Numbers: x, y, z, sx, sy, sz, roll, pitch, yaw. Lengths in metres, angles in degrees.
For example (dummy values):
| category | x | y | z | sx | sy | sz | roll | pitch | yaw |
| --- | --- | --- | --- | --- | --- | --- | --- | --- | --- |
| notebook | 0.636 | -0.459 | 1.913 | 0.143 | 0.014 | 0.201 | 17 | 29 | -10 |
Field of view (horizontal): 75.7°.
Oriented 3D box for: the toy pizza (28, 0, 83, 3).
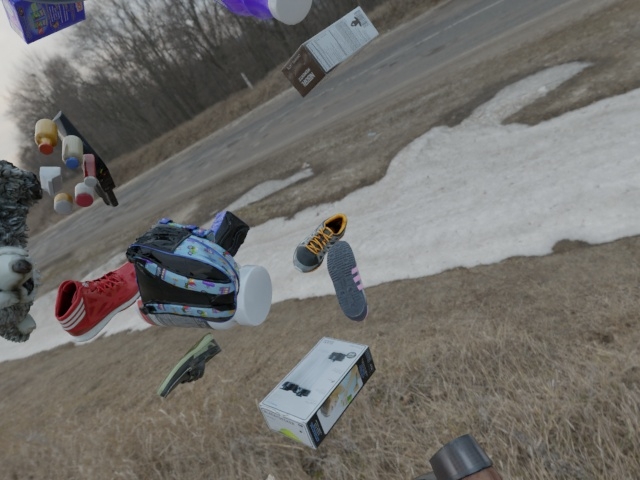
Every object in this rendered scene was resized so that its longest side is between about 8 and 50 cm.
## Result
| category | x | y | z | sx | sy | sz | roll | pitch | yaw |
| --- | --- | --- | --- | --- | --- | --- | --- | --- | --- |
| toy pizza | -0.236 | -0.297 | 0.315 | 0.201 | 0.201 | 0.032 | -42 | 44 | -14 |

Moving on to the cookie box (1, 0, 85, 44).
| category | x | y | z | sx | sy | sz | roll | pitch | yaw |
| --- | --- | --- | --- | --- | --- | --- | --- | --- | --- |
| cookie box | -0.430 | -0.370 | 0.643 | 0.107 | 0.040 | 0.092 | -45 | 7 | -28 |

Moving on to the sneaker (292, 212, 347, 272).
| category | x | y | z | sx | sy | sz | roll | pitch | yaw |
| --- | --- | --- | --- | --- | --- | --- | --- | --- | --- |
| sneaker | 0.000 | 0.000 | 1.123 | 0.215 | 0.084 | 0.083 | -50 | -5 | -29 |

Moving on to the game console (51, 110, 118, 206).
| category | x | y | z | sx | sy | sz | roll | pitch | yaw |
| --- | --- | --- | --- | --- | --- | --- | --- | --- | --- |
| game console | -0.690 | -0.212 | 1.246 | 0.044 | 0.213 | 0.361 | -39 | -4 | -24 |

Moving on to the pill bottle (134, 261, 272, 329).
| category | x | y | z | sx | sy | sz | roll | pitch | yaw |
| --- | --- | --- | --- | --- | --- | --- | --- | --- | --- |
| pill bottle | -0.344 | 0.158 | 1.224 | 0.364 | 0.210 | 0.210 | 0 | 40 | 19 |

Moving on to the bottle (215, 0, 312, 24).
| category | x | y | z | sx | sy | sz | roll | pitch | yaw |
| --- | --- | --- | --- | --- | --- | --- | --- | --- | --- |
| bottle | -0.124 | -0.428 | 0.660 | 0.118 | 0.092 | 0.283 | -49 | 60 | 8 |

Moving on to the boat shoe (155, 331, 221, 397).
| category | x | y | z | sx | sy | sz | roll | pitch | yaw |
| --- | --- | --- | --- | --- | --- | --- | --- | --- | --- |
| boat shoe | -0.332 | 0.328 | 1.071 | 0.080 | 0.073 | 0.223 | -50 | 1 | 30 |

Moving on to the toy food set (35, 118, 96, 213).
| category | x | y | z | sx | sy | sz | roll | pitch | yaw |
| --- | --- | --- | --- | --- | --- | --- | --- | --- | --- |
| toy food set | -0.568 | -0.142 | 0.928 | 0.111 | 0.232 | 0.104 | -4 | 41 | -28 |

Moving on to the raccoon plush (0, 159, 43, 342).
| category | x | y | z | sx | sy | sz | roll | pitch | yaw |
| --- | --- | --- | --- | --- | --- | --- | --- | --- | --- |
| raccoon plush | -0.636 | 0.036 | 0.720 | 0.447 | 0.298 | 0.216 | -10 | -7 | 39 |

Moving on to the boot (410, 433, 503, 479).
| category | x | y | z | sx | sy | sz | roll | pitch | yaw |
| --- | --- | --- | --- | --- | --- | --- | --- | --- | --- |
| boot | 0.239 | 0.461 | 0.580 | 0.096 | 0.264 | 0.280 | -3 | 43 | -26 |

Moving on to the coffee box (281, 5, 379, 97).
| category | x | y | z | sx | sy | sz | roll | pitch | yaw |
| --- | --- | --- | --- | --- | --- | --- | --- | --- | --- |
| coffee box | 0.027 | -0.524 | 1.146 | 0.246 | 0.098 | 0.141 | -46 | 14 | -26 |

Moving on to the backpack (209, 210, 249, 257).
| category | x | y | z | sx | sy | sz | roll | pitch | yaw |
| --- | --- | --- | --- | --- | --- | --- | --- | --- | --- |
| backpack | -0.270 | -0.005 | 1.153 | 0.101 | 0.098 | 0.120 | -14 | 49 | 46 |

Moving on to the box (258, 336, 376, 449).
| category | x | y | z | sx | sy | sz | roll | pitch | yaw |
| --- | --- | --- | --- | --- | --- | --- | --- | --- | --- |
| box | -0.001 | 0.388 | 1.095 | 0.169 | 0.087 | 0.290 | 0 | 26 | 40 |

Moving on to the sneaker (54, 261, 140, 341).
| category | x | y | z | sx | sy | sz | roll | pitch | yaw |
| --- | --- | --- | --- | --- | --- | --- | --- | --- | --- |
| sneaker | -0.467 | 0.103 | 0.889 | 0.087 | 0.128 | 0.221 | 19 | 54 | 12 |

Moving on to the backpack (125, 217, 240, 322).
| category | x | y | z | sx | sy | sz | roll | pitch | yaw |
| --- | --- | --- | --- | --- | --- | --- | --- | --- | --- |
| backpack | -0.210 | 0.055 | 0.686 | 0.174 | 0.158 | 0.116 | 11 | 37 | 8 |

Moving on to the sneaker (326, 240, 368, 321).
| category | x | y | z | sx | sy | sz | roll | pitch | yaw |
| --- | --- | --- | --- | --- | --- | --- | --- | --- | --- |
| sneaker | 0.100 | 0.154 | 1.521 | 0.112 | 0.131 | 0.318 | -16 | 55 | 11 |

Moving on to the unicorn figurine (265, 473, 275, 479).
| category | x | y | z | sx | sy | sz | roll | pitch | yaw |
| --- | --- | --- | --- | --- | --- | --- | --- | --- | --- |
| unicorn figurine | -0.054 | 0.486 | 0.699 | 0.162 | 0.060 | 0.111 | 14 | 40 | 40 |
